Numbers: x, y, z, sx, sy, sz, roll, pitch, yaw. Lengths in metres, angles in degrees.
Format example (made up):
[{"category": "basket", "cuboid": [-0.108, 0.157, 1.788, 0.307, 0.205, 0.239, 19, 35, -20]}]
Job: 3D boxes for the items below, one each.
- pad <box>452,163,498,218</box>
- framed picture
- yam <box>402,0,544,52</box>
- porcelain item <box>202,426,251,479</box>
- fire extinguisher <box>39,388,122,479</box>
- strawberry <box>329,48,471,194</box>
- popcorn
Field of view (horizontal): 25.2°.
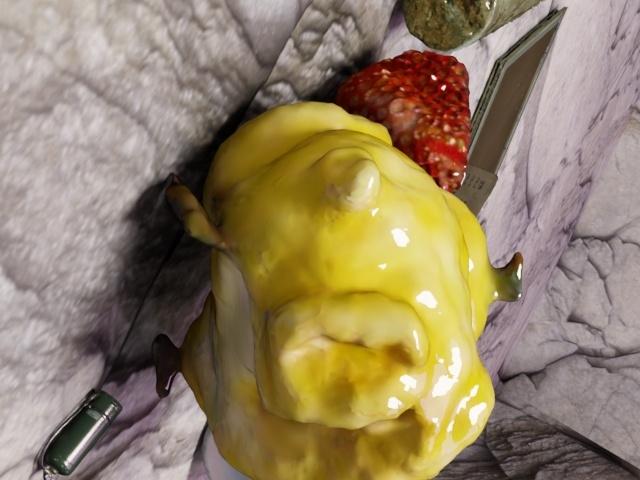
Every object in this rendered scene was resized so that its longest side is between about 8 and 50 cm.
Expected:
[{"category": "pad", "cuboid": [0.055, 0.027, 1.407, 0.009, 0.159, 0.265, 34, 83, -45]}, {"category": "framed picture", "cuboid": [0.233, -0.157, 1.908, 0.231, 0.018, 0.293, -41, 157, -51]}, {"category": "yam", "cuboid": [0.150, -0.238, 1.302, 0.183, 0.107, 0.107, -41, 156, -49]}, {"category": "porcelain item", "cuboid": [-0.033, 0.206, 1.452, 0.114, 0.147, 0.147, -39, 155, -56]}, {"category": "fire extinguisher", "cuboid": [-0.184, 0.148, 1.069, 0.083, 0.025, 0.038, -53, 127, -25]}, {"category": "strawberry", "cuboid": [0.056, -0.089, 1.212, 0.236, 0.106, 0.175, 124, -19, -70]}, {"category": "popcorn", "cuboid": [0.017, 0.045, 1.065, 0.316, 0.280, 0.297, 146, -62, -79]}]
